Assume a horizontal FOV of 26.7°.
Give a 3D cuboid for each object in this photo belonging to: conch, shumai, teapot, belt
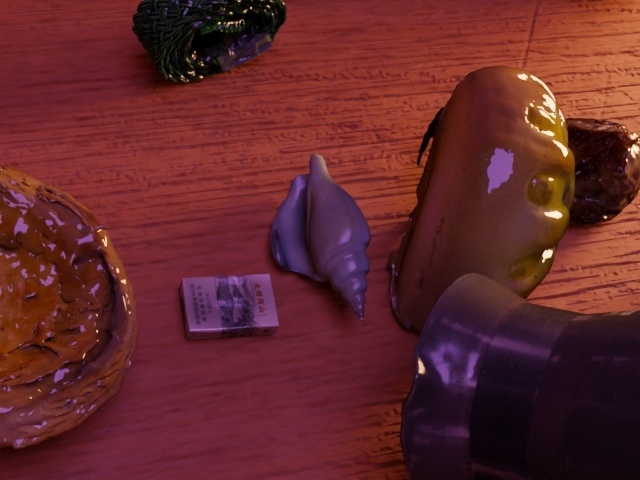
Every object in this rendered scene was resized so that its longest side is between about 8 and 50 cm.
[{"bbox_3d":[0.005,0.001,1.258,0.065,0.088,0.180,30,34,-54],"label":"conch"},{"bbox_3d":[0.282,-0.087,1.375,0.139,0.105,0.123,-8,59,-48],"label":"shumai"},{"bbox_3d":[0.271,0.150,1.093,0.344,0.300,0.253,12,89,31],"label":"teapot"},{"bbox_3d":[-0.109,-0.221,1.304,0.151,0.121,0.079,-18,66,-30],"label":"belt"}]

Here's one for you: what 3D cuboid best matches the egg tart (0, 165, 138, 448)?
[{"bbox_3d":[-0.297,0.061,1.101,0.290,0.107,0.291,10,55,-15],"label":"egg tart"}]

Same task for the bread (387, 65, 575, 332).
[{"bbox_3d":[0.164,-0.027,1.252,0.158,0.156,0.261,17,101,-6],"label":"bread"}]

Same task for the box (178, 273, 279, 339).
[{"bbox_3d":[-0.083,0.060,1.213,0.083,0.024,0.054,-2,62,-19],"label":"box"}]
